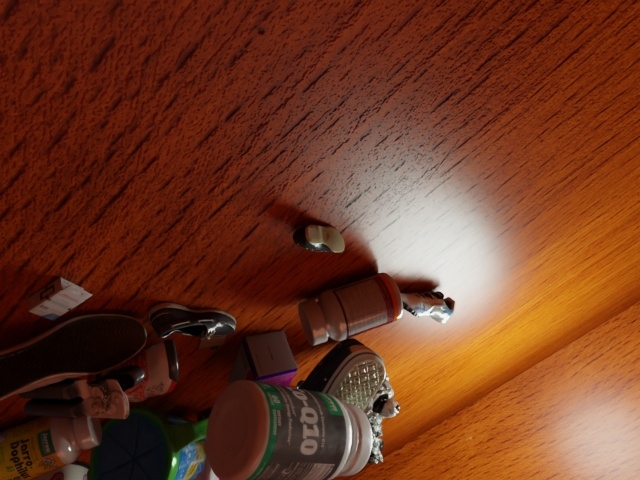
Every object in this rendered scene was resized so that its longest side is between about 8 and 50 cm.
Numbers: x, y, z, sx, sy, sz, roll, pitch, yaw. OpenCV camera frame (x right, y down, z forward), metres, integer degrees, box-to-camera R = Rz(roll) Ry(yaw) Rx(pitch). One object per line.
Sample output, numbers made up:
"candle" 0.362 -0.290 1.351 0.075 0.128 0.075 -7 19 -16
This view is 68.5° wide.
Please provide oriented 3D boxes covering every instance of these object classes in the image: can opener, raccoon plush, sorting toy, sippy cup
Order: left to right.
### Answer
"can opener" -0.439 0.283 0.861 0.280 0.074 0.093 -10 -173 25
"sippy cup" -0.410 0.544 1.192 0.305 0.240 0.224 5 165 21
"sorting toy" -0.244 0.228 1.061 0.062 0.012 0.083 -7 137 -34
"raccoon plush" 0.057 0.597 1.653 0.446 0.299 0.216 1 165 14

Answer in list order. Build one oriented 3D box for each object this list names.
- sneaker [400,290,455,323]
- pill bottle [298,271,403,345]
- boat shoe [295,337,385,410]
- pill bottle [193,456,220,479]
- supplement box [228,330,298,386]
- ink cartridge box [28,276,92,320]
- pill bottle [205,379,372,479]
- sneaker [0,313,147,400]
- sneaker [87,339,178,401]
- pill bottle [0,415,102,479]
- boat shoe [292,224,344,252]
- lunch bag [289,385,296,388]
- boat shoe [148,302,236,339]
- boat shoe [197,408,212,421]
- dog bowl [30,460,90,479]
"sneaker" 0.288 0.170 1.294 0.237 0.085 0.086 19 98 -42
"pill bottle" 0.068 0.160 1.087 0.221 0.121 0.121 -16 144 -15
"boat shoe" -0.010 0.488 1.338 0.187 0.156 0.500 32 98 -26
"pill bottle" -0.277 0.714 1.521 0.301 0.169 0.169 13 128 -44
"supplement box" -0.150 0.338 1.178 0.114 0.111 0.220 -4 139 -29
"ink cartridge box" -0.419 0.091 0.758 0.083 0.028 0.048 -31 145 5
"pill bottle" -0.059 0.445 1.079 0.361 0.204 0.204 24 121 -40
"sneaker" -0.466 0.198 0.834 0.290 0.106 0.123 -12 177 -33
"sneaker" -0.375 0.270 0.922 0.145 0.090 0.270 0 154 -32
"pill bottle" -0.591 0.436 1.008 0.208 0.118 0.118 -17 144 -13
"boat shoe" 0.000 -0.002 0.908 0.042 0.049 0.133 -15 162 35
"lunch bag" -0.120 0.568 1.470 0.293 0.120 0.258 14 110 -42
"boat shoe" -0.250 0.179 0.950 0.075 0.065 0.206 -42 143 20
"boat shoe" -0.295 0.565 1.371 0.060 0.064 0.178 -33 120 -29
"dog bowl" -0.807 0.732 1.214 0.408 0.150 0.408 -18 145 -13
